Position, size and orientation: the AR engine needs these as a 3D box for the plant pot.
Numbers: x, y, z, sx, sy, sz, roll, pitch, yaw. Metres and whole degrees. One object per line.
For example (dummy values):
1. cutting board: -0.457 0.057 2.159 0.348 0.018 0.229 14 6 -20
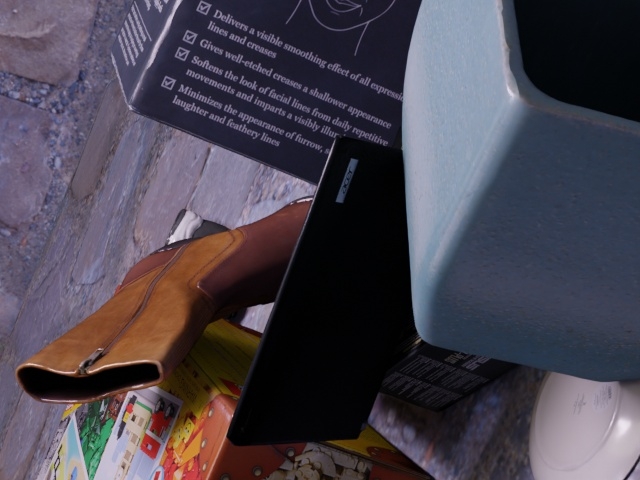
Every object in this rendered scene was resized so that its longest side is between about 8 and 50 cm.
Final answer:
1. plant pot: 0.169 -0.047 0.845 0.247 0.247 0.252 -91 19 -45

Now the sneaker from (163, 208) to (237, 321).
1. sneaker: -0.155 0.093 1.657 0.100 0.108 0.272 -71 -3 -56

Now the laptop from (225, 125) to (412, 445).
1. laptop: 0.006 0.022 1.050 0.264 0.136 0.234 -129 58 -71

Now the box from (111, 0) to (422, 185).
1. box: 0.003 -0.280 1.363 0.395 0.293 0.212 -62 23 15

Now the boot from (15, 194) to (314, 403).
1. boot: -0.095 0.048 1.178 0.280 0.264 0.096 -44 -53 -64

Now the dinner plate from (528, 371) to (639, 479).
1. dinner plate: 0.184 0.117 0.934 0.141 0.017 0.141 -48 30 40

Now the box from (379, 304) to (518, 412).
1. box: 0.117 0.036 1.084 0.180 0.077 0.147 -43 33 50

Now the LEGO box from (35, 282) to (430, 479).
1. LEGO box: -0.136 0.288 1.289 0.373 0.193 0.500 -67 21 2
